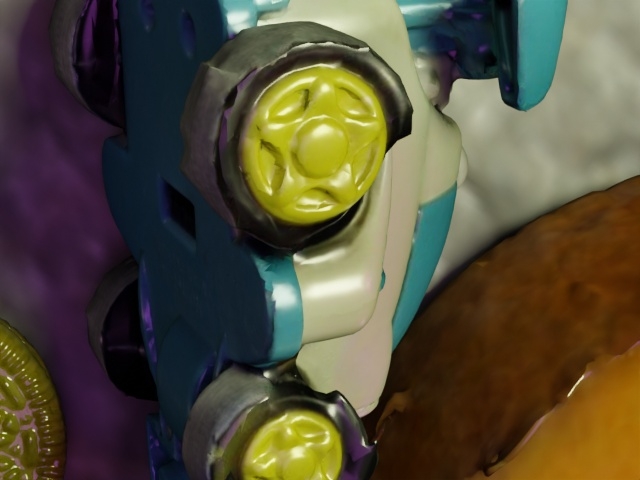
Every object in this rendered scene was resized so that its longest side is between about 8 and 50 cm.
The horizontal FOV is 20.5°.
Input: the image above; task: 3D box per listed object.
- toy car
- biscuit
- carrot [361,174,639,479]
[{"bbox_3d":[0.000,0.000,0.431,0.098,0.126,0.161,-11,110,-19],"label":"toy car"},{"bbox_3d":[-0.110,0.054,0.478,0.084,0.023,0.084,-1,101,-4],"label":"biscuit"},{"bbox_3d":[0.126,0.135,0.475,0.258,0.100,0.307,-4,102,-1],"label":"carrot"}]
